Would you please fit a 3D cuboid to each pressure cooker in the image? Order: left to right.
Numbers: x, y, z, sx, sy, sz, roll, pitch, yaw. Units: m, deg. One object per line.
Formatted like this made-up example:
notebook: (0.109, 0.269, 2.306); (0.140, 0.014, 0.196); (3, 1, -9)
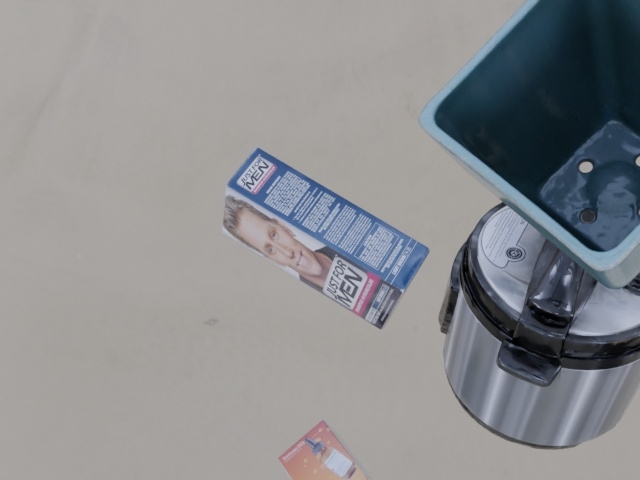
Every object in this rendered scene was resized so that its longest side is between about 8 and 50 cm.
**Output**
pressure cooker: (0.417, 0.115, 1.416); (0.375, 0.420, 0.370); (-10, 48, -10)

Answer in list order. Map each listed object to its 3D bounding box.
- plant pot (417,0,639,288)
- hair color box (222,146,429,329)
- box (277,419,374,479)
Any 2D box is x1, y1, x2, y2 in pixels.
plant pot: (0.299, -0.095, 0.840); (0.247, 0.252, 0.248); (-46, 60, 3)
hair color box: (0.000, 0.000, 1.406); (0.347, 0.174, 0.105); (31, 61, 8)
box: (0.017, 0.485, 1.668); (0.130, 0.091, 0.170); (-41, 53, -4)
